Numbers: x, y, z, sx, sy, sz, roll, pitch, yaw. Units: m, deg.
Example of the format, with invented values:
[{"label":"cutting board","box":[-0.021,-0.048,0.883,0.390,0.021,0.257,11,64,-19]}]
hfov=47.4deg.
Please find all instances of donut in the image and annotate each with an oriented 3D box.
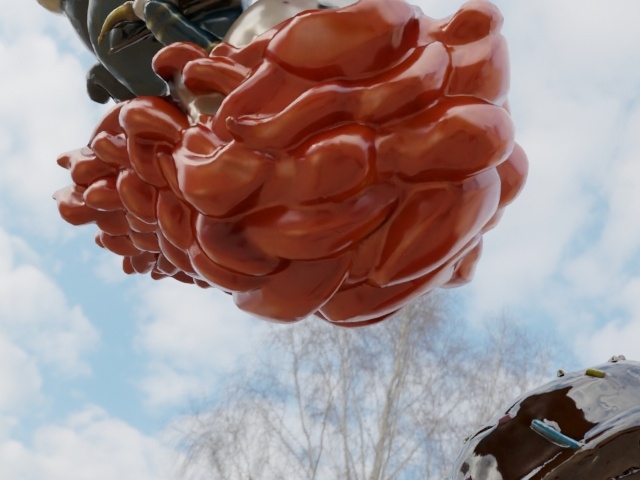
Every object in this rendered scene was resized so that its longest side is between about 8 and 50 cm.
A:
[{"label":"donut","box":[0.162,0.169,0.432,0.235,0.089,0.235,-10,-58,-17]}]

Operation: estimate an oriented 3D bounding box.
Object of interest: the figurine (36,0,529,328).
[{"label":"figurine","box":[-0.049,-0.131,0.487,0.306,0.241,0.412,-26,-105,20]}]
